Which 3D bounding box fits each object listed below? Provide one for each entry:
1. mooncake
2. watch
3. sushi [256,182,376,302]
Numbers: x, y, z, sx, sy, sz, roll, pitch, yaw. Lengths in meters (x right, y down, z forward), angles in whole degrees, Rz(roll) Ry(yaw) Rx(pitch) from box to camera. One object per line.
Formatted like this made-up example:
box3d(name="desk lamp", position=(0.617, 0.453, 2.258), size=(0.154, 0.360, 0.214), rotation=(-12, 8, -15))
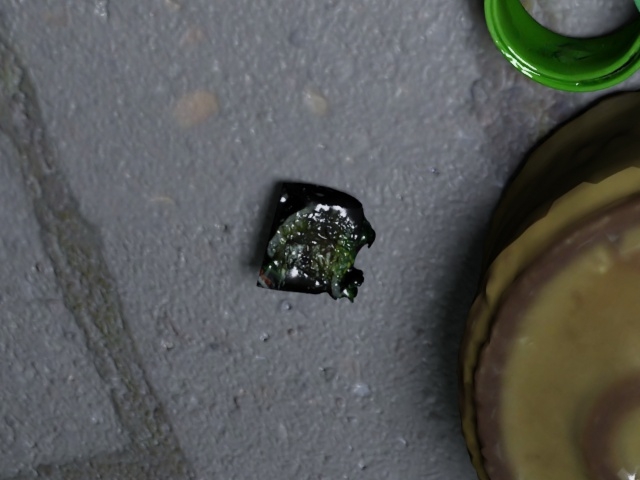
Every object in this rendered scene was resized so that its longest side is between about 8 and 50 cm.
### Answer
box3d(name="mooncake", position=(0.305, 0.087, 1.387), size=(0.393, 0.246, 0.394), rotation=(0, 116, 11))
box3d(name="watch", position=(0.203, -0.165, 1.319), size=(0.152, 0.131, 0.165), rotation=(-14, 119, 24))
box3d(name="sushi", position=(0.000, 0.000, 1.464), size=(0.084, 0.056, 0.083), rotation=(13, 112, -2))
